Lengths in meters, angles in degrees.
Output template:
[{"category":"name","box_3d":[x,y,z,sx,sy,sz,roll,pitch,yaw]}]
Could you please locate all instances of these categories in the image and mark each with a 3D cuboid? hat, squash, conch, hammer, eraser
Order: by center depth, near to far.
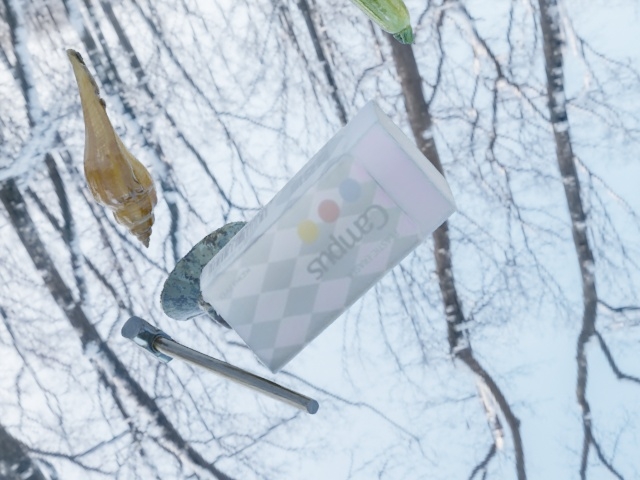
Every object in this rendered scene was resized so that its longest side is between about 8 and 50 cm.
[{"category":"conch","box_3d":[-0.325,-0.125,1.242,0.093,0.330,0.109,-18,-151,8]},{"category":"eraser","box_3d":[0.000,0.000,1.242,0.397,0.213,0.082,-44,175,22]},{"category":"hammer","box_3d":[-0.155,0.198,1.285,0.365,0.111,0.043,15,-112,34]},{"category":"squash","box_3d":[0.118,-0.446,1.551,0.075,0.200,0.090,-53,-164,3]},{"category":"hat","box_3d":[-0.174,0.096,1.605,0.128,0.265,0.265,41,-123,19]}]
